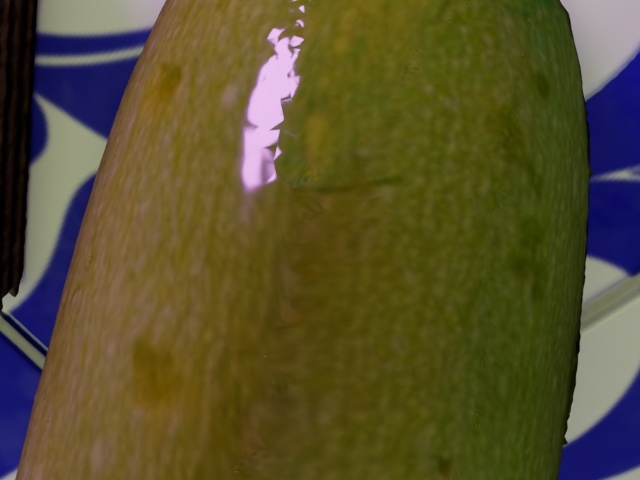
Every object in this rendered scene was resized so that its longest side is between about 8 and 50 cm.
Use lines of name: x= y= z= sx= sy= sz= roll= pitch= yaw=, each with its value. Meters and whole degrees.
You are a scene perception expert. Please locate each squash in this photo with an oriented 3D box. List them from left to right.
squash: x=0.000 y=0.000 z=0.440 sx=0.234 sy=0.309 sz=0.210 roll=6 pitch=161 yaw=19

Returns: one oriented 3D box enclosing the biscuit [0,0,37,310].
biscuit: x=-0.202 y=-0.066 z=0.471 sx=0.106 sy=0.070 sz=0.252 roll=14 pitch=118 yaw=2
